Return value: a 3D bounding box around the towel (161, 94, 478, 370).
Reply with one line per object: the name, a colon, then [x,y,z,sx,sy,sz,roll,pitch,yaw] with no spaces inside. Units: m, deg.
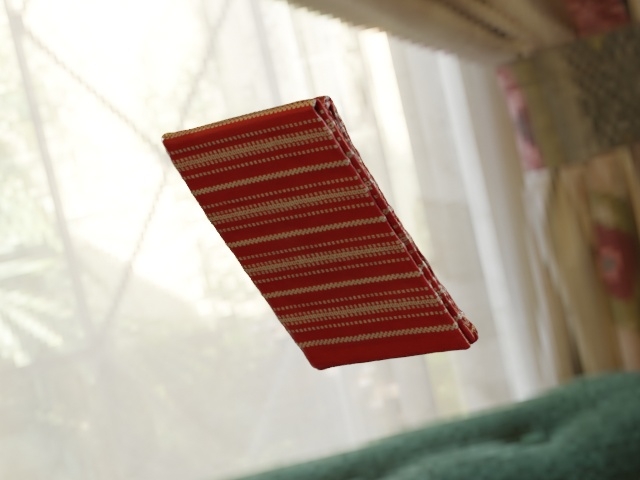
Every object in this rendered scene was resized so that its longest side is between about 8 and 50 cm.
towel: [0.000,0.000,1.666,0.199,0.275,0.031,-11,31,42]
